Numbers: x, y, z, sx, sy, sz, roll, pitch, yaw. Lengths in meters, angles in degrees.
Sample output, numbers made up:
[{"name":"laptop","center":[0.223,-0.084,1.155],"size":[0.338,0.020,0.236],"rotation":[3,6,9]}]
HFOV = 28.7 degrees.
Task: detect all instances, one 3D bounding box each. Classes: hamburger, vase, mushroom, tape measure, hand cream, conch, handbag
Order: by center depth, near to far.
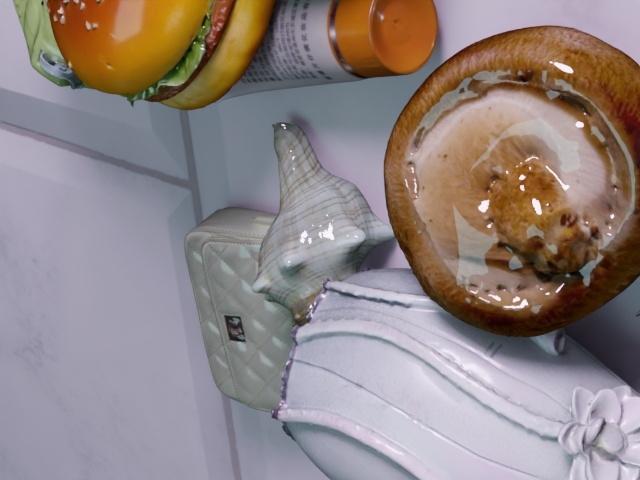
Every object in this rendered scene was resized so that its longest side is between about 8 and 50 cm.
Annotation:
[{"name":"mushroom","center":[0.168,-0.048,1.014],"size":[0.253,0.153,0.253],"rotation":[2,95,27]},{"name":"vase","center":[0.195,0.180,1.100],"size":[0.445,0.250,0.250],"rotation":[20,128,29]},{"name":"hamburger","center":[-0.159,-0.244,1.152],"size":[0.246,0.170,0.246],"rotation":[-12,74,49]},{"name":"hand cream","center":[-0.031,-0.191,1.180],"size":[0.314,0.089,0.140],"rotation":[11,111,45]},{"name":"conch","center":[0.005,0.006,1.232],"size":[0.137,0.114,0.234],"rotation":[7,95,0]},{"name":"tape measure","center":[-0.243,-0.229,1.312],"size":[0.087,0.154,0.178],"rotation":[-56,43,44]},{"name":"handbag","center":[-0.036,0.088,1.376],"size":[0.219,0.079,0.256],"rotation":[9,123,34]}]

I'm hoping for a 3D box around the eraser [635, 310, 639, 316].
[{"name":"eraser","center":[0.374,0.085,0.917],"size":[0.174,0.081,0.227],"rotation":[-41,82,7]}]
